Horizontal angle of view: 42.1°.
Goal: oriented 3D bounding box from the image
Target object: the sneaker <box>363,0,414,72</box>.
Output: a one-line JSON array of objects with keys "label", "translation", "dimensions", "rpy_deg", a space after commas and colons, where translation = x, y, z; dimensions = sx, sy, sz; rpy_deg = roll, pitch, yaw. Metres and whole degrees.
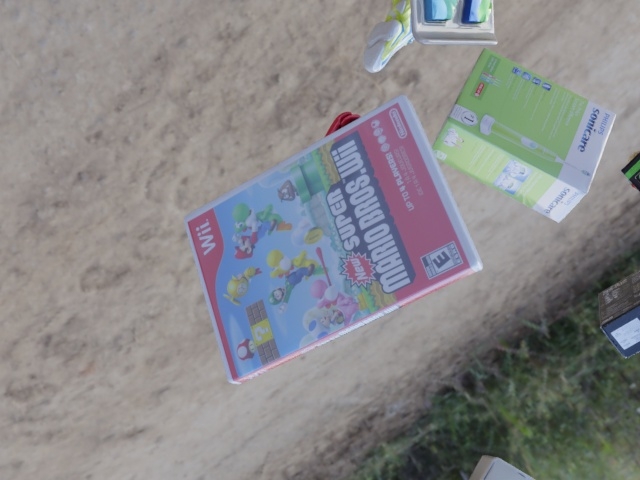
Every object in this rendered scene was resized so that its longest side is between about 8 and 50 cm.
[{"label": "sneaker", "translation": [0.190, -0.450, 1.774], "dimensions": [0.126, 0.091, 0.240], "rpy_deg": [25, 97, -31]}]

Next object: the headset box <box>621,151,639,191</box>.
[{"label": "headset box", "translation": [0.690, -0.114, 1.398], "dimensions": [0.131, 0.283, 0.246], "rpy_deg": [23, 120, -34]}]

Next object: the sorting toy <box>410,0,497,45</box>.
[{"label": "sorting toy", "translation": [0.216, -0.417, 1.327], "dimensions": [0.193, 0.208, 0.038], "rpy_deg": [-10, -175, -38]}]

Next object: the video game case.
[{"label": "video game case", "translation": [0.000, 0.000, 0.859], "dimensions": [0.285, 0.204, 0.025], "rpy_deg": [-28, 154, 18]}]

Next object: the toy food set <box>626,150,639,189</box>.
[{"label": "toy food set", "translation": [0.629, -0.134, 1.599], "dimensions": [0.083, 0.020, 0.083], "rpy_deg": [-4, 106, -3]}]

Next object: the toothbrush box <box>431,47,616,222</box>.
[{"label": "toothbrush box", "translation": [0.379, -0.200, 1.567], "dimensions": [0.206, 0.283, 0.122], "rpy_deg": [-61, 176, -29]}]

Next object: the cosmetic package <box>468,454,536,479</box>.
[{"label": "cosmetic package", "translation": [0.321, 0.444, 1.380], "dimensions": [0.113, 0.160, 0.309], "rpy_deg": [-57, 165, -9]}]

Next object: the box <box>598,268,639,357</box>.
[{"label": "box", "translation": [0.596, 0.108, 1.487], "dimensions": [0.180, 0.077, 0.147], "rpy_deg": [-37, -173, 25]}]

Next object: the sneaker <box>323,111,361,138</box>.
[{"label": "sneaker", "translation": [0.078, -0.146, 1.299], "dimensions": [0.221, 0.087, 0.128], "rpy_deg": [-33, 155, -38]}]
